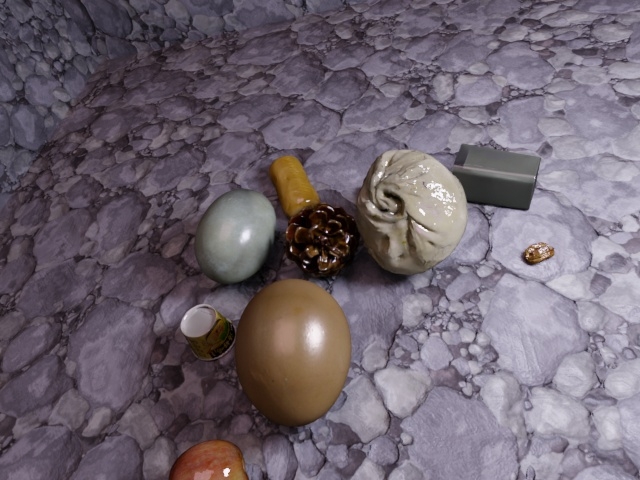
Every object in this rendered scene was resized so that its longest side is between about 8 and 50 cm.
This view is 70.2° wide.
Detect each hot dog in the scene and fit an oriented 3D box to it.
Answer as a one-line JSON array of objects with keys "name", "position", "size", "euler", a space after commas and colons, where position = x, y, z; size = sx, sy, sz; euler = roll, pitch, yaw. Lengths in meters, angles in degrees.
[{"name": "hot dog", "position": [0.630, 0.036, 1.307], "size": [0.083, 0.035, 0.058], "euler": [-23, 46, 0]}]

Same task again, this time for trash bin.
[{"name": "trash bin", "position": [0.551, -0.196, 1.442], "size": [0.241, 0.164, 0.122], "euler": [15, 59, 24]}]

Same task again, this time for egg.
[{"name": "egg", "position": [-0.278, -0.019, 1.511], "size": [0.259, 0.258, 0.352], "euler": [-1, 47, 18]}, {"name": "egg", "position": [-0.070, 0.281, 1.173], "size": [0.302, 0.301, 0.373], "euler": [-7, 62, 13]}]

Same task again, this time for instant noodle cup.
[{"name": "instant noodle cup", "position": [-0.346, 0.274, 1.387], "size": [0.152, 0.122, 0.151], "euler": [-8, 51, 10]}]

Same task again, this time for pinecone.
[{"name": "pinecone", "position": [0.000, 0.000, 1.403], "size": [0.244, 0.309, 0.243], "euler": [0, 91, 5]}]

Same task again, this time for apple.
[{"name": "apple", "position": [-0.260, 0.574, 1.079], "size": [0.174, 0.188, 0.188], "euler": [-20, 48, -11]}]

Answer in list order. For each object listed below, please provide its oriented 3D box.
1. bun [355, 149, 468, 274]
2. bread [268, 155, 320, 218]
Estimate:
[{"name": "bun", "position": [0.250, -0.080, 1.303], "size": [0.327, 0.235, 0.361], "euler": [8, 93, 28]}, {"name": "bread", "position": [-0.108, -0.212, 1.721], "size": [0.142, 0.091, 0.305], "euler": [-21, 50, -6]}]
